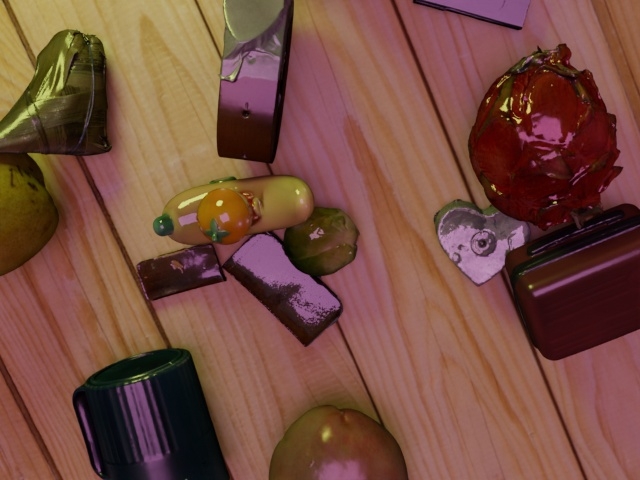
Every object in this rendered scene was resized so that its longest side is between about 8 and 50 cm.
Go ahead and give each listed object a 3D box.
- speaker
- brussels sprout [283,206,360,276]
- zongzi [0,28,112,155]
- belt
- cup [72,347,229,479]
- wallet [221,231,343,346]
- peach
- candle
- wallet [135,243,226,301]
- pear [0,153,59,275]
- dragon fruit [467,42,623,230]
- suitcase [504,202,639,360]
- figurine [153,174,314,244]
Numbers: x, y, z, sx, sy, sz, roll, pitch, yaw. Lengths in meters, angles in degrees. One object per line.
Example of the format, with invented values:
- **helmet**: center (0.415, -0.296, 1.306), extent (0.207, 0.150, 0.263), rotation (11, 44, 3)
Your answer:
- **speaker**: center (0.295, -0.475, 1.644), extent (0.218, 0.044, 0.082), rotation (16, 101, 0)
- **brussels sprout**: center (-0.002, -0.002, 1.714), extent (0.155, 0.117, 0.155), rotation (-5, 109, -16)
- **zongzi**: center (-0.539, -0.288, 1.624), extent (0.125, 0.274, 0.251), rotation (4, 97, 44)
- **belt**: center (-0.127, -0.322, 1.609), extent (0.122, 0.217, 0.339), rotation (8, 99, 1)
- **cup**: center (-0.356, 0.392, 1.772), extent (0.242, 0.308, 0.292), rotation (-18, 100, -26)
- **wallet**: center (-0.072, 0.096, 1.779), extent (0.137, 0.031, 0.255), rotation (-44, 96, 9)
- **peach**: center (0.036, 0.479, 1.732), extent (0.292, 0.247, 0.292), rotation (6, 123, 9)
- **candle**: center (0.325, 0.006, 1.720), extent (0.192, 0.068, 0.169), rotation (3, 103, 5)
- **wallet**: center (-0.296, 0.066, 1.789), extent (0.176, 0.026, 0.095), rotation (-16, 105, 8)
- **pear**: center (-0.670, -0.058, 1.655), extent (0.303, 0.304, 0.304), rotation (1, 101, 3)
- **dragon fruit**: center (0.417, -0.180, 1.580), extent (0.277, 0.277, 0.343), rotation (-25, 99, 8)
- **suitcase**: center (0.525, 0.082, 1.647), extent (0.297, 0.161, 0.236), rotation (-22, 124, 7)
- **figurine**: center (-0.166, -0.058, 1.640), extent (0.324, 0.222, 0.124), rotation (-7, 98, 27)
